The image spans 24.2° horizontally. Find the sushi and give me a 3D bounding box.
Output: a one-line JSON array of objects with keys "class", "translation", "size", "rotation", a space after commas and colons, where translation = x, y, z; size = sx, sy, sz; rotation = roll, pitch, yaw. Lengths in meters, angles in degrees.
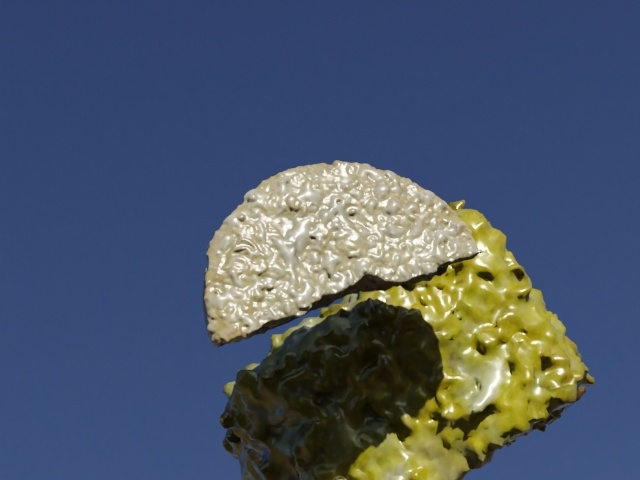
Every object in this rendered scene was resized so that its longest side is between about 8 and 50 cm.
[{"class": "sushi", "translation": [0.066, 0.165, 1.489], "size": [0.351, 0.240, 0.396], "rotation": [-36, -9, -7]}]

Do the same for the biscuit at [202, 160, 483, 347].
[{"class": "biscuit", "translation": [0.002, -0.004, 1.240], "size": [0.250, 0.133, 0.032], "rotation": [-18, -20, -21]}]
